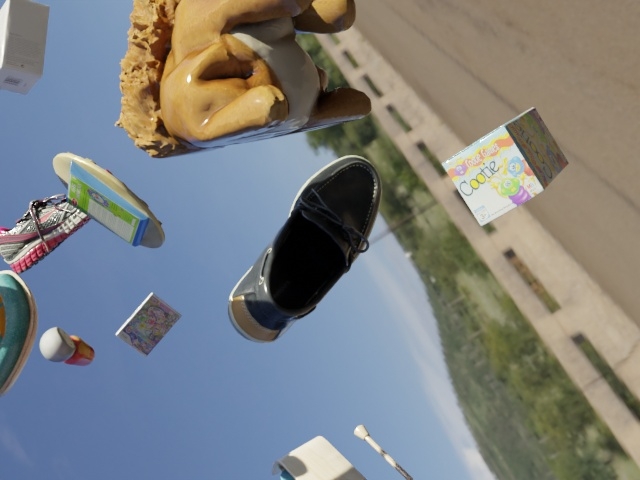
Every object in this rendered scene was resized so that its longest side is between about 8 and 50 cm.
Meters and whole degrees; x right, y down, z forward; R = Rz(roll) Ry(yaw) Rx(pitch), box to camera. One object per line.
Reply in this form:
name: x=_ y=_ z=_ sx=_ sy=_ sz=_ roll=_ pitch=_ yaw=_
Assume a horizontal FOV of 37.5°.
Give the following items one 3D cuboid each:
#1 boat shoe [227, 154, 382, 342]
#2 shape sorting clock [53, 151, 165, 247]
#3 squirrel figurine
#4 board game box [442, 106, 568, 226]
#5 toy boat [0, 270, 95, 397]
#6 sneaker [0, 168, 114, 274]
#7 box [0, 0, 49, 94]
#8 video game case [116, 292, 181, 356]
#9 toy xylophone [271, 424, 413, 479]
boat shoe: x=0.000 y=0.000 z=1.894 sx=0.187 sy=0.500 sz=0.156 roll=44 pitch=144 yaw=-9
shape sorting clock: x=-0.319 y=-0.060 z=1.430 sx=0.206 sy=0.040 sz=0.206 roll=27 pitch=157 yaw=12
squirrel figurine: x=-0.154 y=-0.317 z=1.317 sx=0.281 sy=0.397 sz=0.370 roll=-17 pitch=-84 yaw=-53
board game box: x=0.366 y=-0.149 z=1.834 sx=0.142 sy=0.144 sz=0.275 roll=58 pitch=-152 yaw=0
toy boat: x=-0.608 y=0.192 z=1.861 sx=0.148 sy=0.318 sz=0.267 roll=50 pitch=-131 yaw=-68
sneaker: x=-0.571 y=-0.055 z=2.033 sx=0.112 sy=0.299 sz=0.121 roll=52 pitch=178 yaw=-7
box: x=-0.667 y=-0.429 z=2.078 sx=0.091 sy=0.130 sz=0.170 roll=10 pitch=-106 yaw=-31
video game case: x=-0.377 y=0.186 z=2.074 sx=0.087 sy=0.122 sz=0.011 roll=41 pitch=179 yaw=-24
toy xylophone: x=0.052 y=0.515 z=1.964 sx=0.322 sy=0.236 sz=0.081 roll=46 pitch=147 yaw=46
